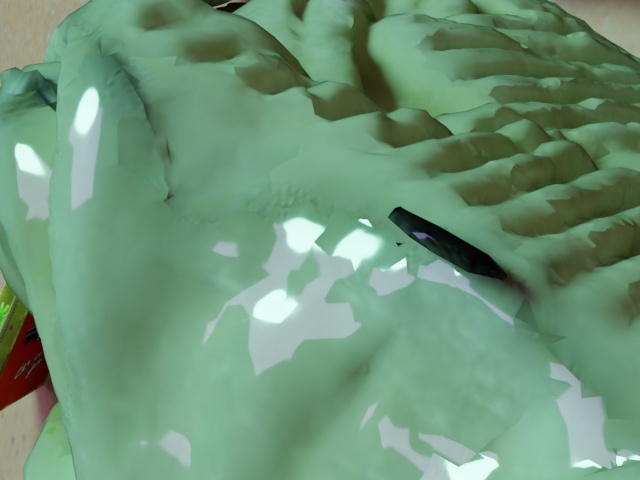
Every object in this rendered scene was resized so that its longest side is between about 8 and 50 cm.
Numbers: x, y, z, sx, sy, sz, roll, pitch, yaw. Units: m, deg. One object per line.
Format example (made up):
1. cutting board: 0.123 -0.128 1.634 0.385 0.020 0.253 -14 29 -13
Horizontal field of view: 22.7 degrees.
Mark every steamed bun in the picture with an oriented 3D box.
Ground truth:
1. steamed bun: 0.049 0.078 0.469 0.394 0.347 0.237 -111 40 -61

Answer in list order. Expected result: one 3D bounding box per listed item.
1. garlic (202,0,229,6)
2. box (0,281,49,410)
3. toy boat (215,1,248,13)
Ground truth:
1. garlic: -0.080 -0.252 0.833 0.237 0.292 0.210 38 82 22
2. box: -0.175 0.041 0.982 0.023 0.090 0.133 29 105 11
3. toy boat: -0.075 -0.035 0.893 0.226 0.068 0.088 -55 47 22
